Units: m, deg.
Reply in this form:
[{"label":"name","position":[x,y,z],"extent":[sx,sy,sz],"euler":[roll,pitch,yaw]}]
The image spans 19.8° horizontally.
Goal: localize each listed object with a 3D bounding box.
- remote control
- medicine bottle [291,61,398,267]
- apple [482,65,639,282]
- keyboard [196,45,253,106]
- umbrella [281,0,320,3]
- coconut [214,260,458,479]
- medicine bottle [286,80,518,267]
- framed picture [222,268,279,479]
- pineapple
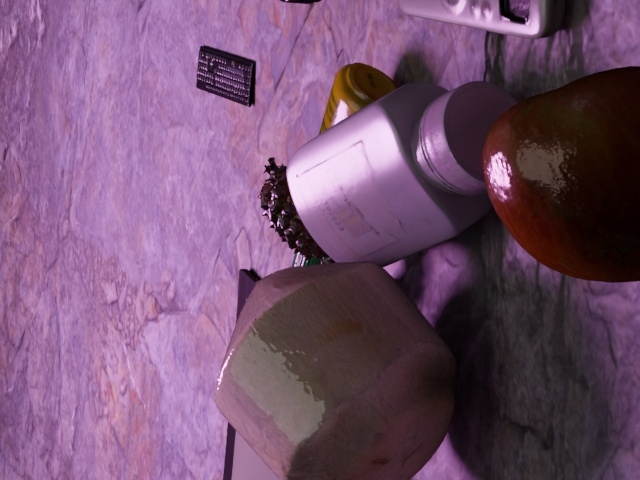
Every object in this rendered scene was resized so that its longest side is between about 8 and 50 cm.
[{"label":"remote control","position":[0.158,-0.258,1.843],"extent":[0.309,0.038,0.090],"euler":[-152,62,-62]},{"label":"medicine bottle","position":[0.025,-0.061,2.116],"extent":[0.111,0.076,0.309],"euler":[58,144,39]},{"label":"apple","position":[0.236,-0.055,1.504],"extent":[0.160,0.195,0.173],"euler":[-84,-29,-69]},{"label":"keyboard","position":[-0.133,-0.227,2.523],"extent":[0.198,0.010,0.064],"euler":[-154,66,-63]},{"label":"umbrella","position":[-0.007,-0.340,2.124],"extent":[0.110,0.122,0.272],"euler":[-56,16,-10]},{"label":"coconut","position":[0.009,0.138,1.940],"extent":[0.266,0.237,0.237],"euler":[45,135,32]},{"label":"medicine bottle","position":[0.090,-0.072,1.891],"extent":[0.161,0.111,0.296],"euler":[57,149,-3]},{"label":"framed picture","position":[-0.068,0.240,2.426],"extent":[0.265,0.016,0.347],"euler":[-142,53,-60]},{"label":"pineapple","position":[0.000,0.001,2.060],"extent":[0.103,0.083,0.221],"euler":[-28,104,25]}]
